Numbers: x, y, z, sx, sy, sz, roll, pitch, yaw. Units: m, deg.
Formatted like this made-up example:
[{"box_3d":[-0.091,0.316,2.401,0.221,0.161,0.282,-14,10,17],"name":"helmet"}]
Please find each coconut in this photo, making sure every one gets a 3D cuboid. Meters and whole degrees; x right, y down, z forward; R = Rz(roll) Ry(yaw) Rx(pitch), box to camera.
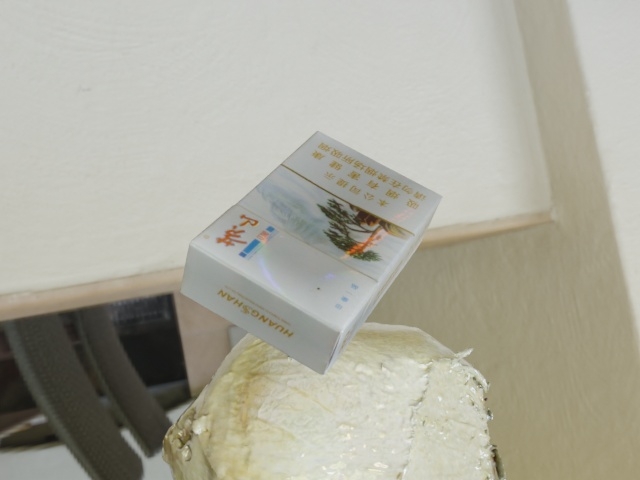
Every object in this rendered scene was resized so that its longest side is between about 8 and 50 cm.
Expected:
[{"box_3d":[0.006,0.255,0.877,0.361,0.346,0.346,0,176,-4],"name":"coconut"}]

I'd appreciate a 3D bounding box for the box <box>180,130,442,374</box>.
[{"box_3d":[-0.001,0.000,0.727,0.150,0.067,0.233,27,-139,13],"name":"box"}]
